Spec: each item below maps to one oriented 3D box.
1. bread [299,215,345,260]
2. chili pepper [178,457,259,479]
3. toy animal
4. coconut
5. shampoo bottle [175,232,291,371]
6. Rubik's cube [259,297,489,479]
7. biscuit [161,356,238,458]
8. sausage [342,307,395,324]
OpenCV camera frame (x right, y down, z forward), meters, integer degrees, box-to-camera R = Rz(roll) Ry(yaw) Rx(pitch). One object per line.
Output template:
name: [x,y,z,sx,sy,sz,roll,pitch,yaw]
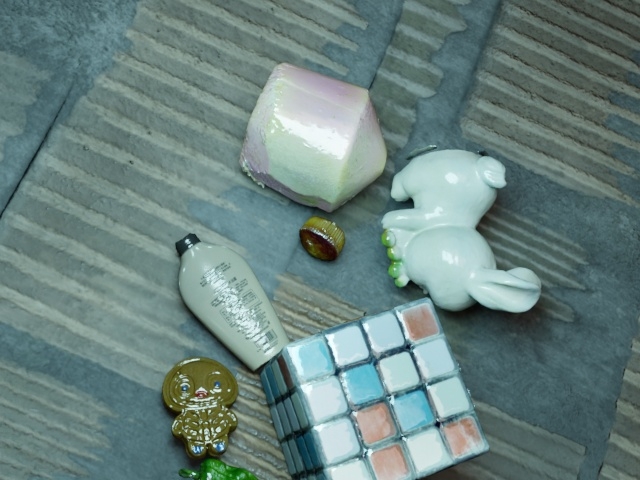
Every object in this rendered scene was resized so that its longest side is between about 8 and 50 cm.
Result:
bread: [0.000,0.000,1.601,0.085,0.085,0.053,35,62,2]
chili pepper: [-0.104,0.415,1.429,0.257,0.100,0.074,25,110,2]
toy animal: [0.244,-0.004,1.592,0.247,0.183,0.310,-12,68,19]
coconut: [-0.002,-0.171,1.594,0.245,0.233,0.233,23,68,-3]
shampoo bottle: [-0.157,0.096,1.536,0.127,0.078,0.257,-35,83,-15]
Rubik's cube: [0.072,0.268,1.430,0.253,0.256,0.259,-14,74,-16]
biscuit: [-0.190,0.265,1.474,0.124,0.026,0.175,-6,55,-14]
sausage: [0.103,0.146,1.594,0.131,0.041,0.039,-13,69,-16]
